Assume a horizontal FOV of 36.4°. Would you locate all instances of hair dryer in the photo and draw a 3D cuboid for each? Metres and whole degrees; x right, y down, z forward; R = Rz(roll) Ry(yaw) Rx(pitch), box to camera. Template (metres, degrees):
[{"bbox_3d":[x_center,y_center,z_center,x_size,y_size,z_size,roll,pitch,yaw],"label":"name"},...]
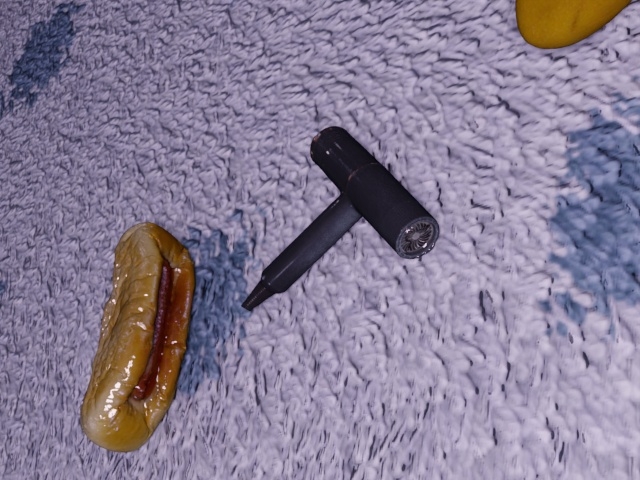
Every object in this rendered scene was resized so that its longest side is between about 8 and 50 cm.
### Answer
[{"bbox_3d":[0.003,0.012,0.897,0.194,0.050,0.173,-54,40,12],"label":"hair dryer"}]

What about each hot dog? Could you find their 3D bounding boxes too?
[{"bbox_3d":[-0.178,0.093,0.992,0.073,0.084,0.242,-16,55,40],"label":"hot dog"}]

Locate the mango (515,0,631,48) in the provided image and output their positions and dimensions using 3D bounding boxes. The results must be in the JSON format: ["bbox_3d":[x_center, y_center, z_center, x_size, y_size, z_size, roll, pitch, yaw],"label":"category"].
[{"bbox_3d":[0.234,-0.271,0.785,0.138,0.113,0.253,39,103,45],"label":"mango"}]
